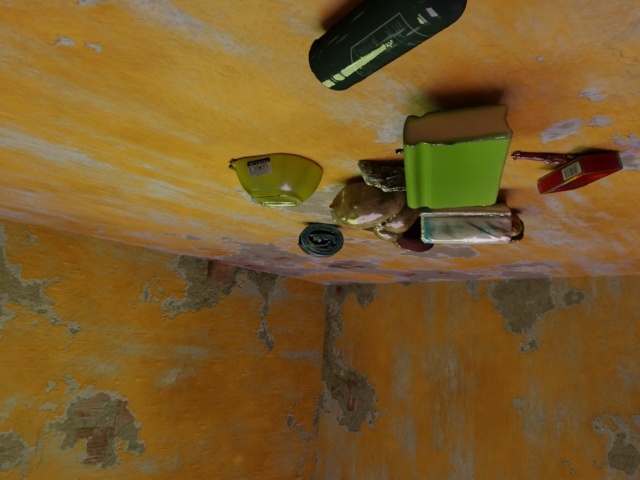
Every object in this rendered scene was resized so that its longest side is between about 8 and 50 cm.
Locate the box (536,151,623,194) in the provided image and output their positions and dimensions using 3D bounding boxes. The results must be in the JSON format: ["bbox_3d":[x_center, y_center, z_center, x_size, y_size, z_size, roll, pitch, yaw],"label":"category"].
[{"bbox_3d":[0.646,-0.165,1.245,0.113,0.048,0.175,-10,171,-10],"label":"box"}]

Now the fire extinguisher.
[{"bbox_3d":[0.110,-0.311,0.690,0.115,0.095,0.311,-33,-169,-32],"label":"fire extinguisher"}]

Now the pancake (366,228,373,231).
[{"bbox_3d":[0.263,-0.049,1.988,0.242,0.050,0.242,4,167,1],"label":"pancake"}]

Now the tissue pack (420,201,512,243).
[{"bbox_3d":[0.465,-0.059,1.593,0.272,0.124,0.201,0,-166,16],"label":"tissue pack"}]

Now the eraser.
[{"bbox_3d":[0.282,-0.166,1.058,0.210,0.092,0.274,-3,156,13],"label":"eraser"}]

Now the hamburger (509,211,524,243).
[{"bbox_3d":[0.618,-0.045,1.715,0.166,0.137,0.087,-2,135,20],"label":"hamburger"}]

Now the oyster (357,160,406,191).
[{"bbox_3d":[0.251,-0.163,1.357,0.252,0.086,0.199,17,-162,37],"label":"oyster"}]

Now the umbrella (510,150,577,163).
[{"bbox_3d":[0.554,-0.202,1.222,0.166,0.025,0.027,5,-174,3],"label":"umbrella"}]

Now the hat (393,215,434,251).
[{"bbox_3d":[0.309,-0.022,1.760,0.206,0.205,0.089,7,131,-12],"label":"hat"}]

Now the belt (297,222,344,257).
[{"bbox_3d":[0.000,0.000,2.089,0.191,0.141,0.082,9,166,-9],"label":"belt"}]

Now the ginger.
[{"bbox_3d":[0.193,-0.088,1.550,0.245,0.155,0.304,-27,145,37],"label":"ginger"}]

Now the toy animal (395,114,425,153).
[{"bbox_3d":[0.304,-0.204,1.147,0.260,0.087,0.244,14,166,-29],"label":"toy animal"}]

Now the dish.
[{"bbox_3d":[-0.129,-0.161,1.442,0.263,0.108,0.221,0,167,17],"label":"dish"}]
